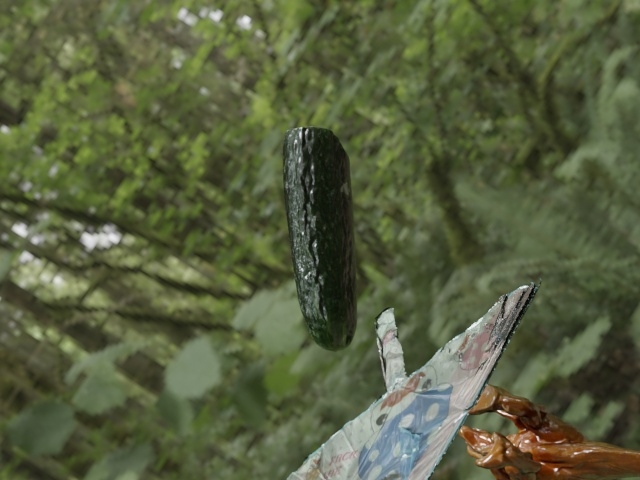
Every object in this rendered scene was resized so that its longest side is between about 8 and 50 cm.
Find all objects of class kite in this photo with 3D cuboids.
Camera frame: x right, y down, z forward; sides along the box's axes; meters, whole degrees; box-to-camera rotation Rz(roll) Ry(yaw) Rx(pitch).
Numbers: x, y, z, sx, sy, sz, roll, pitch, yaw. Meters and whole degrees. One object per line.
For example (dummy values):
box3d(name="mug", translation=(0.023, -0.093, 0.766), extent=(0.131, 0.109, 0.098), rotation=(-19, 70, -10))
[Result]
box3d(name="kite", translation=(0.072, 0.142, 1.258), extent=(0.335, 0.011, 0.314), rotation=(-41, 22, 21))

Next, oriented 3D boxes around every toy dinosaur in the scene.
box3d(name="toy dinosaur", translation=(0.262, 0.239, 1.565), extent=(0.432, 0.208, 0.097), rotation=(5, 69, 55))

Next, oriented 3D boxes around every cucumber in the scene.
box3d(name="cucumber", translation=(0.001, 0.000, 1.530), extent=(0.074, 0.075, 0.241), rotation=(74, -168, -86))
